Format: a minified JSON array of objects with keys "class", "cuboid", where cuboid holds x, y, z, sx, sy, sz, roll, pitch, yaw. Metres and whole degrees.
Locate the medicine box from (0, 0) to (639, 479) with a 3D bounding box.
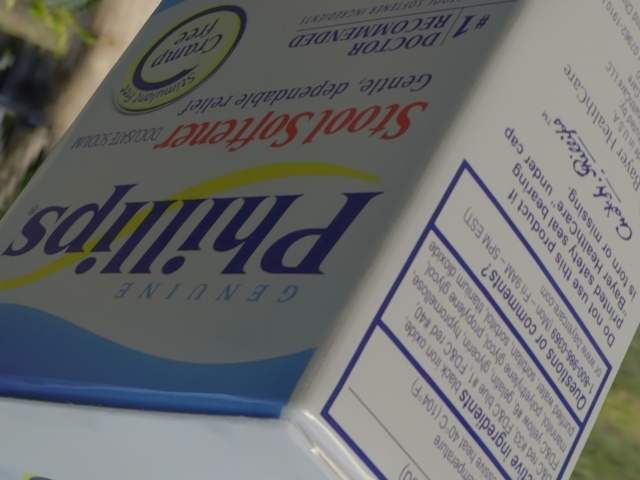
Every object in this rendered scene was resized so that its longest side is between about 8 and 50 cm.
[{"class":"medicine box","cuboid":[0.000,0.000,0.732,0.263,0.289,0.149,-2,137,44]}]
